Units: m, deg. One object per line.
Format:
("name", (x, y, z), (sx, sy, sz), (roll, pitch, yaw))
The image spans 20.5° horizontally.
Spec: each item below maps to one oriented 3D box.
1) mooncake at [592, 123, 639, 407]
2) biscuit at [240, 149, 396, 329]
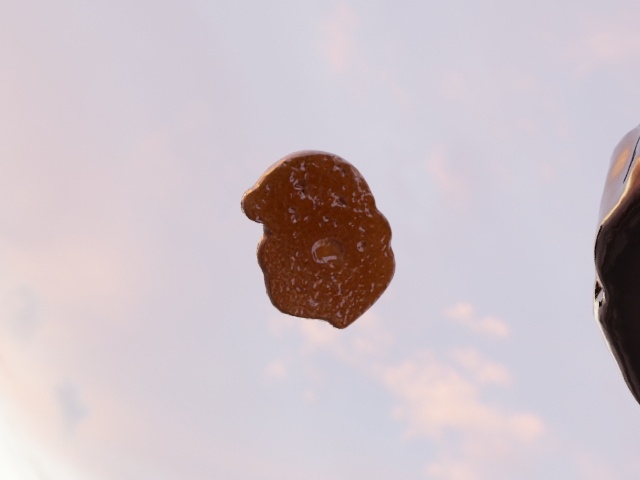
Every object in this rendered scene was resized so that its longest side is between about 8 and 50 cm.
("mooncake", (0.285, 0.012, 0.943), (0.283, 0.141, 0.283), (10, -43, 10))
("biscuit", (0.000, 0.000, 1.249), (0.130, 0.102, 0.019), (67, -13, -13))
